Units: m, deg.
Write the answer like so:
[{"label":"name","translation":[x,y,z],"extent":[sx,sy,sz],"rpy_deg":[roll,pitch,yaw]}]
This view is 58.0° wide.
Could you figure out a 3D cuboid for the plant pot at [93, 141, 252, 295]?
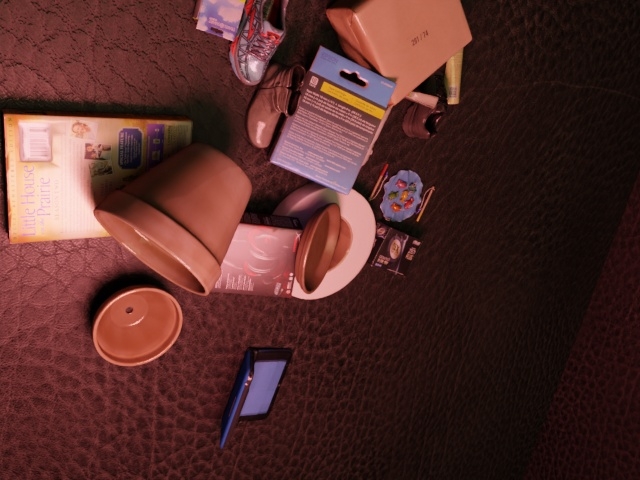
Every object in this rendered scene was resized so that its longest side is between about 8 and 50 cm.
[{"label":"plant pot","translation":[-0.320,-0.071,1.381],"extent":[0.280,0.323,0.323],"rpy_deg":[-56,133,-21]}]

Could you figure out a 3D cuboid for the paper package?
[{"label":"paper package","translation":[0.222,-0.602,1.615],"extent":[0.325,0.168,0.309],"rpy_deg":[-41,129,-9]}]

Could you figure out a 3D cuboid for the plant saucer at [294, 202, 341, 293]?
[{"label":"plant saucer","translation":[-0.008,0.020,1.681],"extent":[0.278,0.041,0.277],"rpy_deg":[17,90,-73]}]

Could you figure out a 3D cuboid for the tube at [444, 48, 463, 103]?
[{"label":"tube","translation":[0.422,-0.561,1.848],"extent":[0.062,0.070,0.240],"rpy_deg":[4,113,12]}]

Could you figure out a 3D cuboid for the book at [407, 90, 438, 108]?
[{"label":"book","translation":[0.270,-0.441,1.743],"extent":[0.096,0.144,0.035],"rpy_deg":[9,108,-36]}]

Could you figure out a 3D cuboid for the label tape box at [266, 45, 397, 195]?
[{"label":"label tape box","translation":[0.029,-0.325,1.602],"extent":[0.241,0.106,0.333],"rpy_deg":[23,95,-13]}]

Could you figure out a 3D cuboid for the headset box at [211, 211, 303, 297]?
[{"label":"headset box","translation":[-0.214,0.035,1.634],"extent":[0.294,0.110,0.218],"rpy_deg":[7,110,-14]}]

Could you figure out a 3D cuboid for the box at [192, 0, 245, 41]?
[{"label":"box","translation":[-0.237,-0.586,1.391],"extent":[0.109,0.042,0.178],"rpy_deg":[7,109,-36]}]

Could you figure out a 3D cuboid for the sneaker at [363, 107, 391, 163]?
[{"label":"sneaker","translation":[0.116,-0.307,1.753],"extent":[0.297,0.111,0.129],"rpy_deg":[-53,146,4]}]

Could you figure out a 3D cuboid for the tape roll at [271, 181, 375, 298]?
[{"label":"tape roll","translation":[0.000,0.000,1.834],"extent":[0.392,0.072,0.391],"rpy_deg":[-15,120,-28]}]

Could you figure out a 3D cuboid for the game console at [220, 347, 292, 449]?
[{"label":"game console","translation":[-0.205,0.517,1.901],"extent":[0.174,0.250,0.293],"rpy_deg":[17,104,-11]}]

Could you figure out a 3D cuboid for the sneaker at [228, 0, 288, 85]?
[{"label":"sneaker","translation":[-0.149,-0.512,1.435],"extent":[0.104,0.125,0.261],"rpy_deg":[3,111,-35]}]

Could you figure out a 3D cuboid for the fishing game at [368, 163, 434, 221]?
[{"label":"fishing game","translation":[0.282,-0.148,1.971],"extent":[0.264,0.041,0.189],"rpy_deg":[23,96,-39]}]

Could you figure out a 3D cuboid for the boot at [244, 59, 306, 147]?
[{"label":"boot","translation":[-0.119,-0.348,1.515],"extent":[0.084,0.161,0.246],"rpy_deg":[1,112,-34]}]

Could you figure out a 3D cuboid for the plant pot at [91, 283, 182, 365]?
[{"label":"plant pot","translation":[-0.506,0.212,1.573],"extent":[0.238,0.110,0.237],"rpy_deg":[-15,121,-27]}]

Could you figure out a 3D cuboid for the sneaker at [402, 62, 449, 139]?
[{"label":"sneaker","translation":[0.354,-0.452,1.806],"extent":[0.109,0.130,0.286],"rpy_deg":[-4,114,-31]}]

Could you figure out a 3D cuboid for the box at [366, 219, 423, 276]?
[{"label":"box","translation":[0.247,0.031,2.013],"extent":[0.180,0.077,0.147],"rpy_deg":[21,100,-39]}]

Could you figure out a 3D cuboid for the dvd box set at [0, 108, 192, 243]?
[{"label":"dvd box set","translation":[-0.530,-0.155,1.401],"extent":[0.421,0.062,0.307],"rpy_deg":[-6,116,-32]}]
